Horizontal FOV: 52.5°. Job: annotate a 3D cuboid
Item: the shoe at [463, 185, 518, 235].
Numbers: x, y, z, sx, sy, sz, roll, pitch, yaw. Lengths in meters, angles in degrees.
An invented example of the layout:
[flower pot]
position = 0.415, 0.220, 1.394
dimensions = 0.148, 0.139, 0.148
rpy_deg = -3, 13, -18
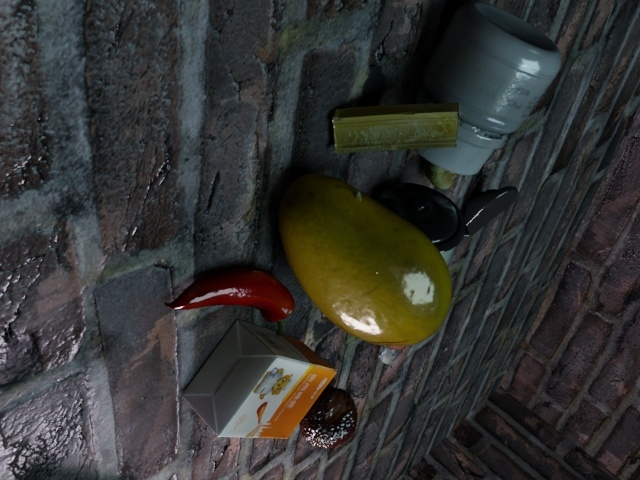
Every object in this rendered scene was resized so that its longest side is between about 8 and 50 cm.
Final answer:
[shoe]
position = 0.494, -0.108, 2.009
dimensions = 0.108, 0.093, 0.241
rpy_deg = 5, 141, -38

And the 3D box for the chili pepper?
[chili pepper]
position = -0.154, 0.116, 1.345
dimensions = 0.137, 0.092, 0.368
rpy_deg = -45, 144, 13

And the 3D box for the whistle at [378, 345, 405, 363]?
[whistle]
position = 0.231, 0.297, 2.031
dimensions = 0.346, 0.133, 0.142
rpy_deg = 92, 8, -56

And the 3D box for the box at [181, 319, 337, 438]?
[box]
position = -0.131, 0.340, 1.543
dimensions = 0.225, 0.143, 0.341
rpy_deg = -53, 149, 1

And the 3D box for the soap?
[soap]
position = 0.149, -0.223, 1.290
dimensions = 0.251, 0.037, 0.092
rpy_deg = -2, 137, 1

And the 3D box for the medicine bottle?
[medicine bottle]
position = 0.332, -0.318, 1.384
dimensions = 0.245, 0.245, 0.306
rpy_deg = -16, 143, -47

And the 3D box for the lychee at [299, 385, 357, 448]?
[lychee]
position = 0.021, 0.529, 1.939
dimensions = 0.188, 0.188, 0.188
rpy_deg = -35, 146, -28

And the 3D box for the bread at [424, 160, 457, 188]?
[bread]
position = 0.307, -0.200, 1.639
dimensions = 0.094, 0.083, 0.157
rpy_deg = -27, 140, -33

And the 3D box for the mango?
[mango]
position = 0.083, 0.042, 1.325
dimensions = 0.445, 0.301, 0.221
rpy_deg = 48, 46, -28

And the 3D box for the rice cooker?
[rice cooker]
position = 0.213, -0.012, 1.557
dimensions = 0.280, 0.241, 0.227
rpy_deg = 2, 136, -8
